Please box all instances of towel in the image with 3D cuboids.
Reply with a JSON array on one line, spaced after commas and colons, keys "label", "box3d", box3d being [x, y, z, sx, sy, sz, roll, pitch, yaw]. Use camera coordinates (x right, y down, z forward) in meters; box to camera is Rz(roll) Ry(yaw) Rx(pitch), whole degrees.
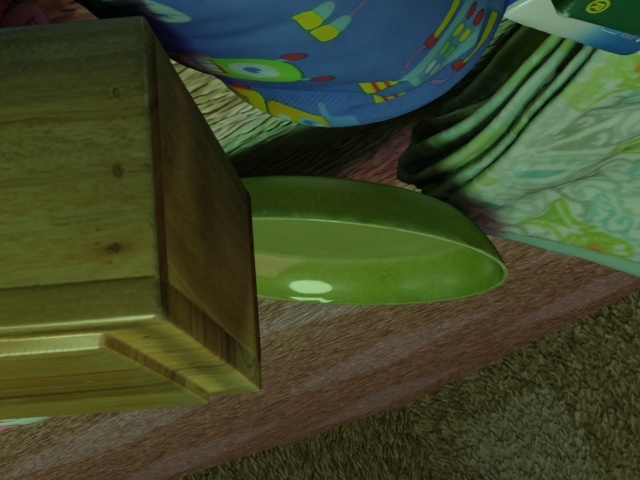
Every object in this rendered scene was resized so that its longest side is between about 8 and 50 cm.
[{"label": "towel", "box3d": [0.270, -0.056, 1.012, 0.374, 0.090, 0.320, 11, 158, -16]}]

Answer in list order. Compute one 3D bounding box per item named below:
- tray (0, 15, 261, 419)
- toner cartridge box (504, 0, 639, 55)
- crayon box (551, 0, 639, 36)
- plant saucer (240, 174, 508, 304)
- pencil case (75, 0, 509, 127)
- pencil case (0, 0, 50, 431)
[{"label": "tray", "box3d": [-0.231, 0.019, 0.464, 0.410, 0.076, 0.203, -6, 170, 3]}, {"label": "toner cartridge box", "box3d": [0.237, -0.193, 0.684, 0.347, 0.075, 0.165, -27, 166, 26]}, {"label": "crayon box", "box3d": [0.285, -0.176, 0.491, 0.313, 0.106, 0.363, 8, 147, -36]}, {"label": "plant saucer", "box3d": [0.000, 0.000, 1.070, 0.241, 0.037, 0.241, 3, 167, 1]}, {"label": "pencil case", "box3d": [-0.034, -0.105, 0.447, 0.133, 0.119, 0.306, 5, 178, 18]}, {"label": "pencil case", "box3d": [-0.253, 0.048, 0.663, 0.386, 0.160, 0.167, -24, 165, 5]}]
